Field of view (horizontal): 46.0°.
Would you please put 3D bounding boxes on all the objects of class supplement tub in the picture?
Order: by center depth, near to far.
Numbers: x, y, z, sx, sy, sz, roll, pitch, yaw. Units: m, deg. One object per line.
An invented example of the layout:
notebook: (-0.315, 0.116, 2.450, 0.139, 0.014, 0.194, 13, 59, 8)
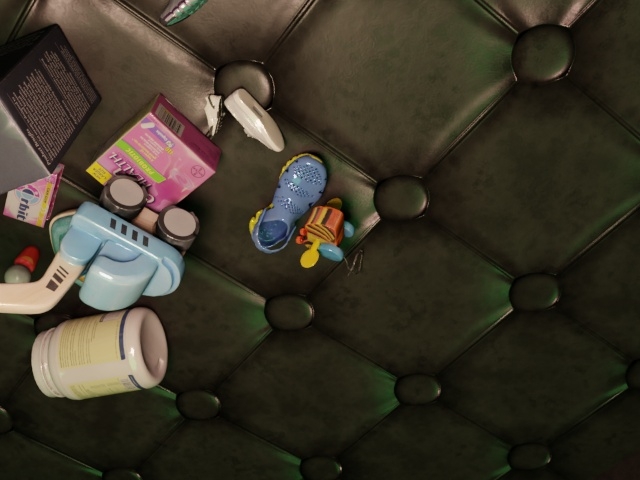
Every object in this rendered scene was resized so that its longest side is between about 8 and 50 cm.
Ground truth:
supplement tub: (-0.631, 0.329, 2.171, 0.325, 0.235, 0.235, -11, 123, 9)

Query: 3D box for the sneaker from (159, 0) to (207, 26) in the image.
sneaker: (-0.284, -0.569, 1.657, 0.224, 0.083, 0.098, -35, 96, 18)

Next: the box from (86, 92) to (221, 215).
box: (-0.411, -0.199, 1.875, 0.243, 0.117, 0.213, -35, 117, 23)

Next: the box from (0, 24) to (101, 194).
box: (-0.709, -0.275, 1.667, 0.294, 0.395, 0.211, -17, 122, 14)

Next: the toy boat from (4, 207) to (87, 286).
toy boat: (-0.688, 0.053, 2.038, 0.319, 0.148, 0.267, -11, 123, 9)

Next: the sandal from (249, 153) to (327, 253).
sandal: (-0.083, -0.080, 1.934, 0.126, 0.138, 0.317, 25, 120, -12)

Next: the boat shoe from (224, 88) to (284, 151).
boat shoe: (-0.163, -0.284, 1.843, 0.063, 0.066, 0.184, -25, 123, 34)

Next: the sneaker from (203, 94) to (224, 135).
sneaker: (-0.263, -0.309, 1.847, 0.044, 0.040, 0.109, 17, 121, 10)

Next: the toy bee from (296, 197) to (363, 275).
toy bee: (0.000, 0.000, 1.972, 0.162, 0.195, 0.298, 16, 138, 20)

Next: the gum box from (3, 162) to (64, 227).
gum box: (-0.750, -0.129, 1.968, 0.107, 0.062, 0.188, 21, 122, -11)

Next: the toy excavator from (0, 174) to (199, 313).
toy excavator: (-0.548, 0.060, 1.729, 0.433, 0.445, 0.222, 29, 136, -11)
